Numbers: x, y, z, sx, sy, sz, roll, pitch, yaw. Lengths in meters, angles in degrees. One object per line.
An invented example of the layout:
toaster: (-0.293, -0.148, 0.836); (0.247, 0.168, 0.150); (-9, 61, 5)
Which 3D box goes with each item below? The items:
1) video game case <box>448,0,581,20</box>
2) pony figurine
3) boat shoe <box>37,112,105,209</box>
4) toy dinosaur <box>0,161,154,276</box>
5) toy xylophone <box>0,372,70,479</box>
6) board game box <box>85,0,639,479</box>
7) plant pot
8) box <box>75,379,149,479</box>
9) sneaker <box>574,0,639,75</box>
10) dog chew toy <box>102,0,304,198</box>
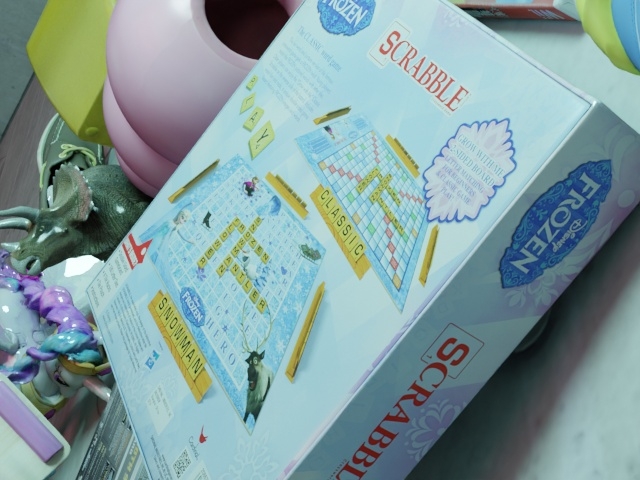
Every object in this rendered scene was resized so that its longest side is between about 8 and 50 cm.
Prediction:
video game case: (0.142, -0.249, 0.810); (0.204, 0.025, 0.285); (-66, 20, 3)
pony figurine: (-0.369, 0.102, 1.447); (0.363, 0.303, 0.351); (-42, 64, 43)
boat shoe: (-0.380, -0.090, 1.827); (0.091, 0.109, 0.305); (-40, 40, 50)
toy dinosaur: (-0.199, -0.026, 1.212); (0.121, 0.160, 0.313); (-41, 5, 16)
toy xylophone: (-0.350, 0.276, 1.293); (0.081, 0.236, 0.323); (-41, 5, -35)
board game box: (0.000, 0.000, 0.709); (0.318, 0.066, 0.318); (-51, 33, 11)
plant pot: (-0.208, -0.215, 1.408); (0.212, 0.212, 0.187); (-53, 37, 34)
box: (-0.152, 0.171, 1.069); (0.183, 0.056, 0.231); (12, 81, 68)
sneaker: (0.211, -0.137, 0.477); (0.240, 0.091, 0.126); (-49, 46, 40)
dog chew toy: (-0.102, -0.129, 1.069); (0.332, 0.207, 0.206); (136, 149, -63)
